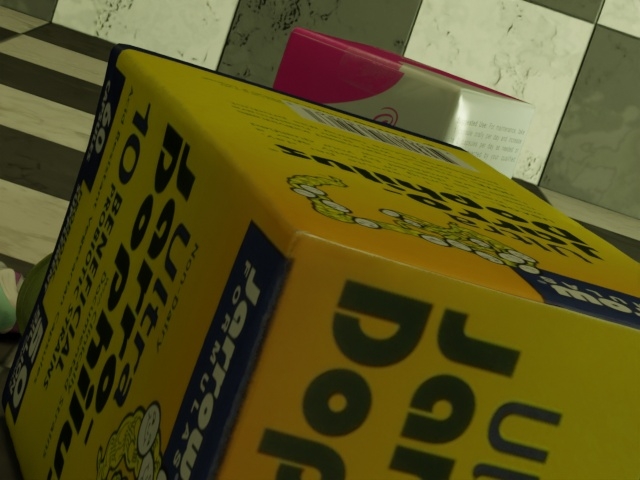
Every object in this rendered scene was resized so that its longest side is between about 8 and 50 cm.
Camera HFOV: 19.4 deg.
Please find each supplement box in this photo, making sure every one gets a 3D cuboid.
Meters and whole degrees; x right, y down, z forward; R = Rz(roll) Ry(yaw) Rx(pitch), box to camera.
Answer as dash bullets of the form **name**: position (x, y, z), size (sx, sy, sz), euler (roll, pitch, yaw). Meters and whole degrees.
- **supplement box**: position (0.002, 0.063, 0.770), size (0.195, 0.194, 0.356), euler (16, 10, -19)
- **supplement box**: position (0.019, 0.005, 1.045), size (0.111, 0.220, 0.114), euler (24, 11, 28)

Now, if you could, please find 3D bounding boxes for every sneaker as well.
- **sneaker**: position (-0.180, 0.030, 1.088), size (0.069, 0.038, 0.098), euler (14, 20, -36)

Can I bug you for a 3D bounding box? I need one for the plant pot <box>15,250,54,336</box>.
- **plant pot**: position (-0.115, 0.054, 0.978), size (0.083, 0.083, 0.079), euler (15, 22, -20)
